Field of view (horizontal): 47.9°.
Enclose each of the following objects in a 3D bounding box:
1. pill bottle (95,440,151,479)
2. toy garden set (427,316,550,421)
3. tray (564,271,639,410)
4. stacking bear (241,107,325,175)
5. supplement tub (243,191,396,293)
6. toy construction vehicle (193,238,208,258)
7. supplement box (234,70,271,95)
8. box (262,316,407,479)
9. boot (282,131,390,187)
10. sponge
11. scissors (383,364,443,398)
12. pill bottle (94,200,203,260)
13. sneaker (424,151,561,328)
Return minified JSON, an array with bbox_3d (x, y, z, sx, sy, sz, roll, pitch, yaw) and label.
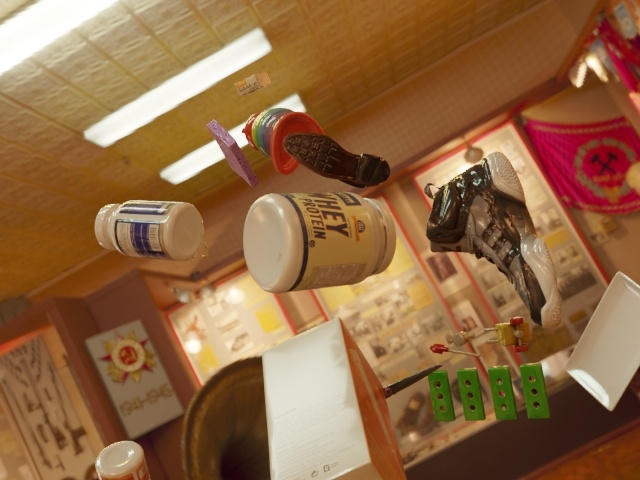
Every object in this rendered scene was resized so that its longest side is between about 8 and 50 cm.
[{"bbox_3d":[-0.494,0.632,1.843,0.121,0.216,0.121,-4,27,2],"label":"pill bottle"},{"bbox_3d":[0.344,0.269,1.505,0.244,0.204,0.049,-10,0,31],"label":"toy garden set"},{"bbox_3d":[0.633,0.215,1.532,0.030,0.145,0.271,0,-59,-31],"label":"tray"},{"bbox_3d":[-0.132,-0.310,2.114,0.175,0.164,0.289,-27,25,-21],"label":"stacking bear"},{"bbox_3d":[0.000,0.000,1.765,0.324,0.236,0.235,-4,-21,-35],"label":"supplement tub"},{"bbox_3d":[-0.361,0.004,2.061,0.035,0.098,0.086,-24,-13,22],"label":"toy construction vehicle"},{"bbox_3d":[-0.172,-0.403,1.849,0.062,0.036,0.098,-20,11,21],"label":"supplement box"},{"bbox_3d":[0.026,0.340,1.248,0.168,0.215,0.345,-25,32,8],"label":"box"},{"bbox_3d":[0.022,-0.151,1.449,0.219,0.082,0.106,19,-12,-8],"label":"boot"},{"bbox_3d":[-0.243,-0.240,2.024,0.031,0.117,0.210,-40,-31,-10],"label":"sponge"},{"bbox_3d":[0.135,0.333,1.526,0.297,0.109,0.021,-16,0,25],"label":"scissors"},{"bbox_3d":[-0.455,-0.029,1.901,0.264,0.153,0.153,5,7,27],"label":"pill bottle"},{"bbox_3d":[0.240,0.014,1.038,0.153,0.269,0.101,-20,-21,12],"label":"sneaker"}]
